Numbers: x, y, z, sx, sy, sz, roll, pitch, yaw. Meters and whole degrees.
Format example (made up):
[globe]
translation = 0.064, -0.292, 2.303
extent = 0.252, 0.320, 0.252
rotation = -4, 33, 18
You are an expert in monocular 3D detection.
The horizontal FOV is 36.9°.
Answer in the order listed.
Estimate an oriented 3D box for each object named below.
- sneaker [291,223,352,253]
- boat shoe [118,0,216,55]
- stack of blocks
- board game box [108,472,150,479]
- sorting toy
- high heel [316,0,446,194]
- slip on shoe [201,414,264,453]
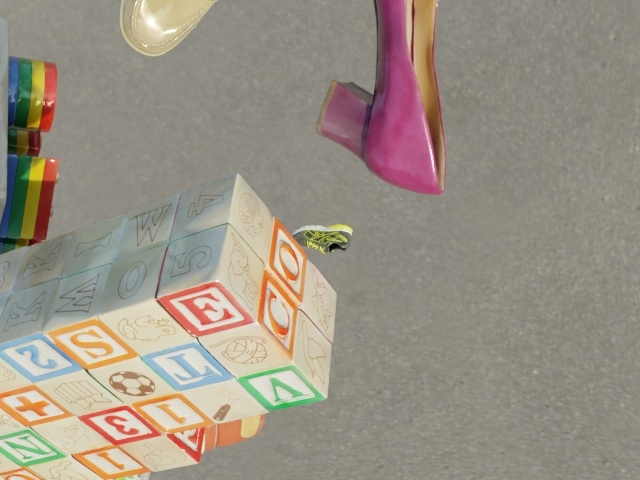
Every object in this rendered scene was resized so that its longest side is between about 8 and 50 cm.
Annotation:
[sneaker]
translation = 0.000, 0.000, 1.240
extent = 0.083, 0.031, 0.035
rotation = -7, 61, 15
[boat shoe]
translation = -0.131, -0.344, 1.124
extent = 0.302, 0.109, 0.098
rotation = -52, 31, 7
[stack of blocks]
translation = -0.141, 0.080, 0.659
extent = 0.297, 0.171, 0.087
rotation = -17, 44, 24
[board game box]
translation = -0.260, 0.191, 0.939
extent = 0.193, 0.053, 0.305
rotation = 16, 111, 5
[sorting toy]
translation = -0.381, -0.094, 1.183
extent = 0.255, 0.089, 0.257
rotation = 130, 138, -52
[high heel]
translation = 0.136, -0.245, 1.114
extent = 0.181, 0.127, 0.377
rotation = 31, 119, 22
[slip on shoe]
translation = -0.126, 0.176, 1.176
extent = 0.101, 0.331, 0.123
rotation = -3, 96, -9
